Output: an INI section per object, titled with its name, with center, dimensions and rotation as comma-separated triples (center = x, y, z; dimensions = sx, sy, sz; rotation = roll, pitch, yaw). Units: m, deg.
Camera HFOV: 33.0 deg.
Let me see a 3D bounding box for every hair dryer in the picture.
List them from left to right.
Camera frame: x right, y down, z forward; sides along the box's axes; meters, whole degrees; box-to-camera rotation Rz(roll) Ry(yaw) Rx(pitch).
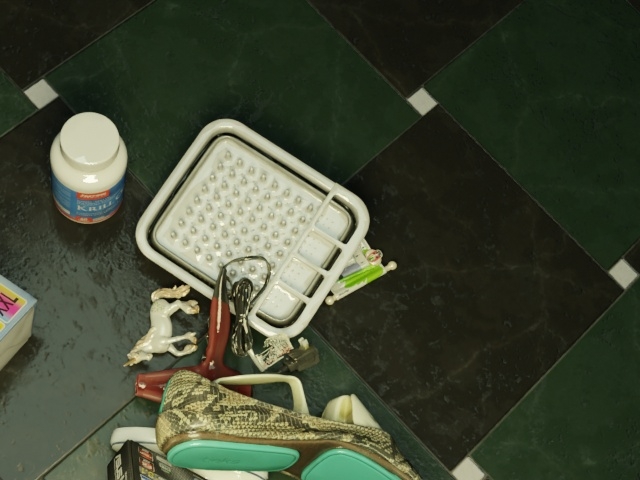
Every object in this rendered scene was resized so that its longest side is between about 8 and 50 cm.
[hair dryer]
center = -0.170, 0.178, 1.757
dimensions = 0.294, 0.080, 0.223
rotation = -33, 96, -11

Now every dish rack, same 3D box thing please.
[dish rack]
center = -0.115, -0.018, 1.850
dimensions = 0.333, 0.072, 0.285
rotation = 33, 80, 1

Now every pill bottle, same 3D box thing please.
[pill bottle]
center = -0.380, -0.120, 1.770
dimensions = 0.124, 0.221, 0.124
rotation = 4, 70, -10

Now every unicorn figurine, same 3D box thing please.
[unicorn figurine]
center = -0.259, 0.152, 1.790
dimensions = 0.111, 0.060, 0.161
rotation = 1, 55, -2

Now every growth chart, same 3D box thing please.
[growth chart]
center = 0.000, 0.000, 1.918
dimensions = 0.172, 0.021, 0.237
rotation = -34, 79, -20

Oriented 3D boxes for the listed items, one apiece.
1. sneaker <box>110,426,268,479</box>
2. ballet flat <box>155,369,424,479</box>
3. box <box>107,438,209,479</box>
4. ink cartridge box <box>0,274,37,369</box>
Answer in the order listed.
[sneaker]
center = -0.209, 0.361, 1.697
dimensions = 0.258, 0.094, 0.091
rotation = 17, 63, -7
[ballet flat]
center = -0.027, 0.301, 1.690
dimensions = 0.483, 0.164, 0.182
rotation = 21, 48, -25
[box]
center = -0.178, 0.421, 1.560
dimensions = 0.270, 0.216, 0.060
rotation = 33, 102, -23
[ink cartridge box]
center = -0.674, 0.100, 1.636
dimensions = 0.396, 0.151, 0.270
rotation = 33, 51, 3
